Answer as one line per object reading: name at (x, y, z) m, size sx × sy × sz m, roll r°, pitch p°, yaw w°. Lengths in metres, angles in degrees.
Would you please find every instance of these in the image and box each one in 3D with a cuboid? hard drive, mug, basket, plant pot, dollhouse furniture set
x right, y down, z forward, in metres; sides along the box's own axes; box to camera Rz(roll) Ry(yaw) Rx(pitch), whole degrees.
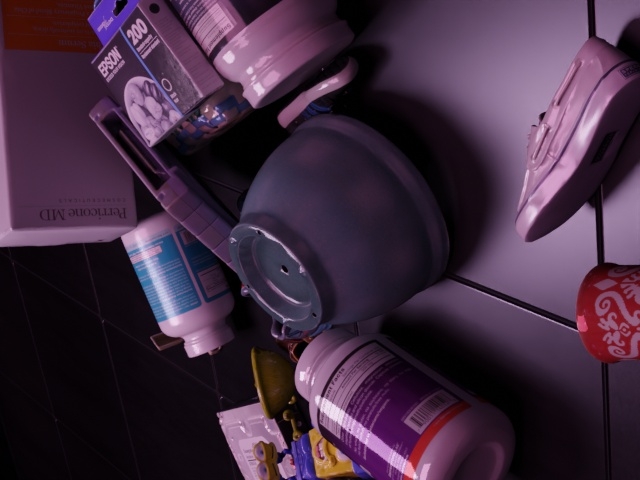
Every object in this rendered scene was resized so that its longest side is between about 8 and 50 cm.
hard drive at (-0.061, 0.453, 2.194) m, size 0.237 × 0.064 × 0.339 m, roll -24°, pitch 90°, yaw 59°
mug at (0.386, 0.079, 1.252) m, size 0.169 × 0.150 × 0.113 m, roll -7°, pitch 68°, yaw 53°
basket at (-0.214, -0.292, 1.774) m, size 0.289 × 0.201 × 0.255 m, roll 57°, pitch 149°, yaw -3°
plant pot at (0.000, 0.000, 1.606) m, size 0.293 × 0.196 × 0.293 m, roll 34°, pitch 145°, yaw 28°
dollhouse furniture set at (-0.256, 0.178, 2.250) m, size 0.091 × 0.114 × 0.081 m, roll 49°, pitch 141°, yaw 29°

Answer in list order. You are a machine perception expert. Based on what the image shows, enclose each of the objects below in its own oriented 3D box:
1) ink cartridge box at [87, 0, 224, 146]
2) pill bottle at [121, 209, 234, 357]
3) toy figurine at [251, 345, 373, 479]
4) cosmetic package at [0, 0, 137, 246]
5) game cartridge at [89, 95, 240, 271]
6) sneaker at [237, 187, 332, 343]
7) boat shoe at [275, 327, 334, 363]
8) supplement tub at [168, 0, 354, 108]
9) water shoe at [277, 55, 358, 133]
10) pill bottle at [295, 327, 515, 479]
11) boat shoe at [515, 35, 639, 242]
ink cartridge box at (-0.246, -0.254, 1.625) m, size 0.208 × 0.045 × 0.206 m, roll 56°, pitch 147°, yaw -3°
pill bottle at (-0.249, 0.074, 2.132) m, size 0.146 × 0.146 × 0.264 m, roll -19°, pitch 94°, yaw 59°
toy figurine at (0.024, 0.329, 1.937) m, size 0.191 × 0.217 × 0.362 m, roll 40°, pitch -145°, yaw -56°
cosmetic package at (-0.470, -0.226, 2.056) m, size 0.161 × 0.230 × 0.453 m, roll -19°, pitch 76°, yaw 59°
game cartridge at (-0.214, -0.081, 1.817) m, size 0.230 × 0.068 × 0.355 m, roll 40°, pitch -176°, yaw -41°
sneaker at (-0.076, 0.040, 1.869) m, size 0.262 × 0.125 × 0.104 m, roll 62°, pitch 148°, yaw 5°
boat shoe at (-0.028, 0.172, 1.950) m, size 0.178 × 0.060 × 0.064 m, roll 6°, pitch 116°, yaw 55°
supplement tub at (-0.099, -0.334, 1.564) m, size 0.272 × 0.191 × 0.191 m, roll 54°, pitch 148°, yaw 0°
water shoe at (0.015, -0.193, 1.646) m, size 0.080 × 0.073 × 0.203 m, roll 44°, pitch 153°, yaw -10°
pill bottle at (0.110, 0.251, 1.682) m, size 0.323 × 0.181 × 0.181 m, roll 32°, pitch 136°, yaw 43°
boat shoe at (0.272, -0.109, 1.291) m, size 0.084 × 0.095 × 0.258 m, roll 52°, pitch 136°, yaw 28°
